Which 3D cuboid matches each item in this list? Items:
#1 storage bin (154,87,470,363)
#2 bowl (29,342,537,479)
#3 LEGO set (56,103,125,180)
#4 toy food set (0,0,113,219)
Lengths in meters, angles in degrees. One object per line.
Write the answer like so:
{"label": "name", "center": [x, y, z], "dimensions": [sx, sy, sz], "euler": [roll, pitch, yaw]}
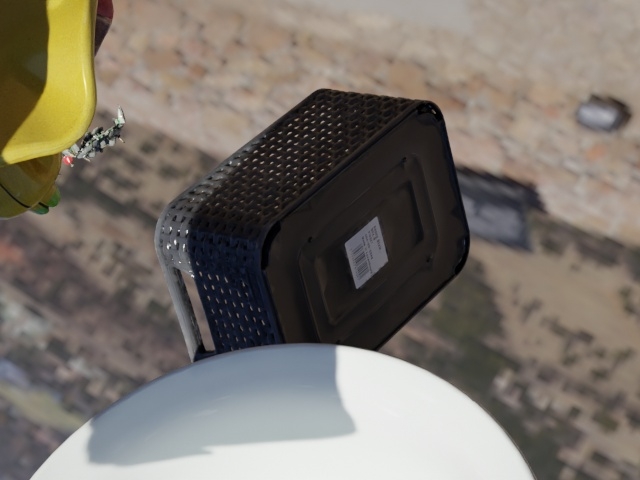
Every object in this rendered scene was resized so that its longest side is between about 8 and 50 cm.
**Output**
{"label": "storage bin", "center": [0.000, 0.000, 1.137], "dimensions": [0.084, 0.180, 0.122], "euler": [10, 128, 38]}
{"label": "bowl", "center": [-0.017, 0.209, 0.956], "dimensions": [0.298, 0.298, 0.134], "euler": [19, 151, 30]}
{"label": "LEGO set", "center": [-0.167, -0.063, 1.365], "dimensions": [0.023, 0.054, 0.083], "euler": [52, 126, 5]}
{"label": "toy food set", "center": [-0.125, -0.085, 0.827], "dimensions": [0.128, 0.218, 0.071], "euler": [-28, 131, 24]}
